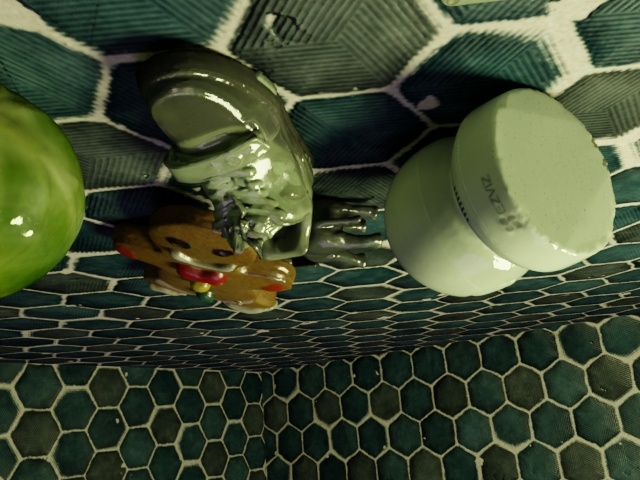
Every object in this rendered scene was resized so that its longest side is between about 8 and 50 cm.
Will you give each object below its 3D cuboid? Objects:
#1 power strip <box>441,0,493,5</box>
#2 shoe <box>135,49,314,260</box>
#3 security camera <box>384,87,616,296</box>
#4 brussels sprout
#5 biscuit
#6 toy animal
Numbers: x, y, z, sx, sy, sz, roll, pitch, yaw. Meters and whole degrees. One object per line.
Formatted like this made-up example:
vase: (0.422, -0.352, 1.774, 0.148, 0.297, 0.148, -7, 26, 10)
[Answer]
power strip: (0.192, -0.207, 0.360, 0.270, 0.046, 0.118, -7, 165, 2)
shoe: (-0.075, -0.058, 0.592, 0.109, 0.149, 0.293, -10, 163, 18)
security camera: (0.174, -0.033, 0.662, 0.194, 0.195, 0.236, 6, 157, -30)
brussels sprout: (-0.320, -0.045, 0.483, 0.244, 0.244, 0.244, -5, 163, -1)
biscuit: (-0.183, 0.046, 0.920, 0.283, 0.064, 0.432, 14, 163, -8)
toy animal: (0.009, 0.001, 0.921, 0.137, 0.082, 0.269, 3, 165, -16)
